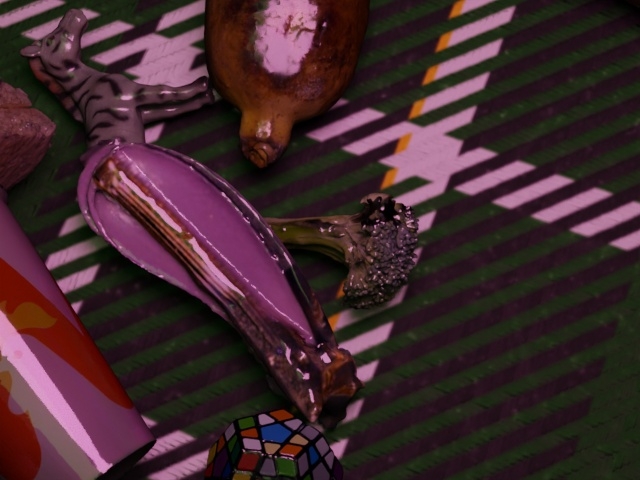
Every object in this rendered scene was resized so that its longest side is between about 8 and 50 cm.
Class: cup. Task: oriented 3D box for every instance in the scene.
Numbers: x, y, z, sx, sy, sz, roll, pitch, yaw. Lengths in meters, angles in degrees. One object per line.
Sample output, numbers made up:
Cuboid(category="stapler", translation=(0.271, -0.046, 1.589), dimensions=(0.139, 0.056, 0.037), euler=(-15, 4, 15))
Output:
Cuboid(category="cup", translation=(-0.292, 0.114, 1.161), dimensions=(0.203, 0.203, 0.288), euler=(-38, 82, -9))

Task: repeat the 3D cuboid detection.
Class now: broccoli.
Cuboid(category="broccoli", translation=(-0.001, 0.000, 1.229), dimensions=(0.204, 0.118, 0.122), euler=(8, 85, 21))

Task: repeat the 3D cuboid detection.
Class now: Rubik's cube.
Cuboid(category="Rubik's cube", translation=(-0.044, 0.221, 1.141), dimensions=(0.133, 0.133, 0.112), euler=(8, 116, 5))

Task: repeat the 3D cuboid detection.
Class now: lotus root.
Cuboid(category="lotus root", translation=(-0.035, -0.226, 1.268), dimensions=(0.169, 0.141, 0.314), euler=(4, 73, 0))

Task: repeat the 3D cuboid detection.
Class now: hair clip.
Cuboid(category="hair clip", translation=(-0.092, 0.032, 1.187), dimensions=(0.359, 0.110, 0.095), euler=(49, 52, 7))

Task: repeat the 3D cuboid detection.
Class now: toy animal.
Cuboid(category="toy animal", translation=(-0.188, -0.125, 1.276), dimensions=(0.170, 0.090, 0.255), euler=(-24, 70, 2))

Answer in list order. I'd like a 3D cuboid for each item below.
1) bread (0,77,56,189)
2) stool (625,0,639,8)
Cuboid(category="bread", translation=(-0.390, -0.066, 1.139), dimensions=(0.183, 0.337, 0.102), euler=(-45, 79, 19))
Cuboid(category="stool", translation=(0.288, -0.362, 1.280), dimensions=(0.264, 0.179, 0.179), euler=(29, 76, 10))
